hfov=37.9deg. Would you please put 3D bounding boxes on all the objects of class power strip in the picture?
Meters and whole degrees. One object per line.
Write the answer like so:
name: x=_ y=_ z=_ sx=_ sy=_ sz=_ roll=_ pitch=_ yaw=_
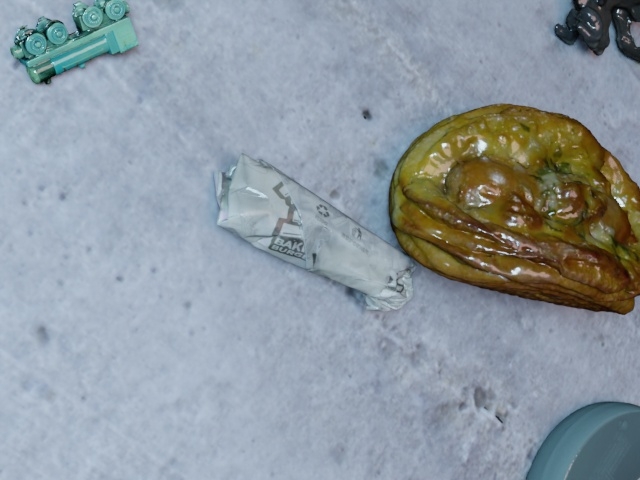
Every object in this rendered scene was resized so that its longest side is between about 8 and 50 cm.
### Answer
power strip: x=0.279 y=0.270 z=0.962 sx=0.253 sy=0.054 sz=0.168 roll=-46 pitch=112 yaw=-21

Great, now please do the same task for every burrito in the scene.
burrito: x=0.000 y=0.000 z=0.769 sx=0.203 sy=0.064 sz=0.064 roll=31 pitch=77 yaw=-28

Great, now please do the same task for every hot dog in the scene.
hot dog: x=0.189 y=-0.024 z=0.837 sx=0.272 sy=0.122 sz=0.196 roll=16 pitch=51 yaw=-32

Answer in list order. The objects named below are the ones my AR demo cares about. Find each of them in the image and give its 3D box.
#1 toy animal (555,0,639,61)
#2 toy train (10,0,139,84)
toy animal: x=0.343 y=-0.259 z=0.952 sx=0.233 sy=0.084 sz=0.148 roll=-46 pitch=113 yaw=-17
toy train: x=-0.176 y=-0.144 z=0.669 sx=0.092 sy=0.029 sz=0.045 roll=-31 pitch=125 yaw=-22
